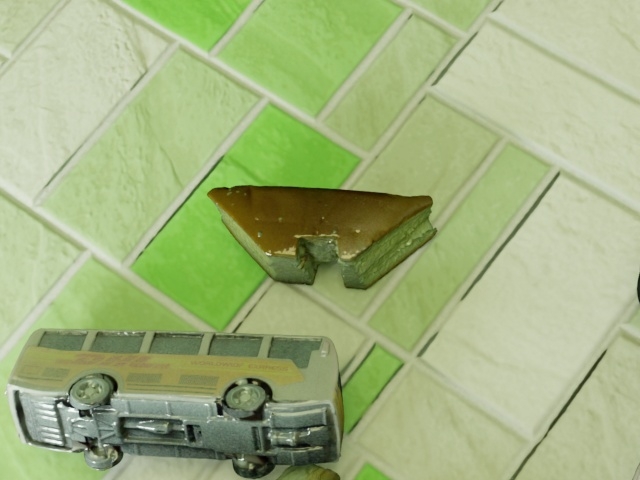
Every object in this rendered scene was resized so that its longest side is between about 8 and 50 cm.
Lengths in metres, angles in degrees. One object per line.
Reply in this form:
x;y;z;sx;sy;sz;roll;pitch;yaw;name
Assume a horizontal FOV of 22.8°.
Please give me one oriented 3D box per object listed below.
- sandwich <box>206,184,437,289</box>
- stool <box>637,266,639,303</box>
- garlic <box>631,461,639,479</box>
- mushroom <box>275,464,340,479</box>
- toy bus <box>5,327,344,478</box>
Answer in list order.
0.000;0.000;1.684;0.244;0.090;0.088;2;61;7;sandwich
0.430;0.025;1.572;0.232;0.141;0.232;-4;64;8;stool
0.455;0.253;1.414;0.340;0.231;0.246;36;72;28;garlic
-0.091;0.353;1.527;0.087;0.107;0.333;8;63;49;mushroom
-0.143;0.160;1.615;0.342;0.097;0.138;0;36;9;toy bus
